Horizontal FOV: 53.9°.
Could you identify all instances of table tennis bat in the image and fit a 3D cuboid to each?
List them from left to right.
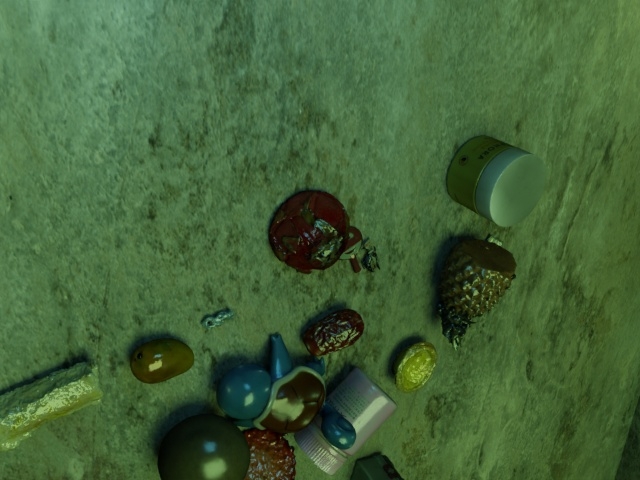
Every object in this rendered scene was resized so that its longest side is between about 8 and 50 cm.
[{"bbox_3d":[0.081,0.028,1.734,0.098,0.019,0.154,-33,127,-14],"label":"table tennis bat"}]

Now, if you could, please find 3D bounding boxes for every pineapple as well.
[{"bbox_3d":[0.454,0.179,1.972,0.223,0.223,0.357,-6,128,-33],"label":"pineapple"}]

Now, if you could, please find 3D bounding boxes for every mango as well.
[{"bbox_3d":[-0.376,0.285,1.511,0.163,0.089,0.111,-15,135,-40],"label":"mango"}]

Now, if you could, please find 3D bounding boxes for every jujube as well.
[{"bbox_3d":[0.038,0.262,1.773,0.176,0.109,0.112,-25,122,-17],"label":"jujube"}]

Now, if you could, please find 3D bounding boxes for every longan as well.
[{"bbox_3d":[-0.304,0.570,1.637,0.248,0.248,0.248,-17,124,-27],"label":"longan"}]

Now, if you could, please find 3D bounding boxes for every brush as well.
[{"bbox_3d":[0.501,0.126,2.088,0.090,0.017,0.314,23,101,-39],"label":"brush"}]

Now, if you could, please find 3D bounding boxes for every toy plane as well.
[{"bbox_3d":[0.141,0.050,1.778,0.049,0.031,0.120,-38,133,-19],"label":"toy plane"}]

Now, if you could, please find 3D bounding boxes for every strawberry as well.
[{"bbox_3d":[-0.183,0.665,1.834,0.234,0.234,0.178,-22,156,-24],"label":"strawberry"}]

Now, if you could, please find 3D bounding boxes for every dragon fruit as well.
[{"bbox_3d":[-0.003,-0.002,1.565,0.219,0.148,0.223,-16,122,-25],"label":"dragon fruit"}]

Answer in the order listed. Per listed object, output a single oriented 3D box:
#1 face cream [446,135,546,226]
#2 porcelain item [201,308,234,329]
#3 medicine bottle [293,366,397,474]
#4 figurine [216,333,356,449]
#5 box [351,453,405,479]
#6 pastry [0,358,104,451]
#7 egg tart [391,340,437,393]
[{"bbox_3d":[0.500,-0.172,1.804,0.218,0.179,0.218,-17,124,-27],"label":"face cream"},{"bbox_3d":[-0.259,0.199,1.583,0.083,0.028,0.036,-19,108,-24],"label":"porcelain item"},{"bbox_3d":[0.075,0.547,1.917,0.290,0.178,0.178,-46,132,-3],"label":"medicine bottle"},{"bbox_3d":[-0.100,0.442,1.736,0.416,0.243,0.298,28,108,-21],"label":"figurine"},{"bbox_3d":[0.205,0.850,2.163,0.129,0.210,0.147,1,113,-28],"label":"box"},{"bbox_3d":[-0.603,0.359,1.388,0.259,0.089,0.121,-25,123,-20],"label":"pastry"},{"bbox_3d":[0.303,0.407,2.066,0.191,0.074,0.191,-16,122,-28],"label":"egg tart"}]
